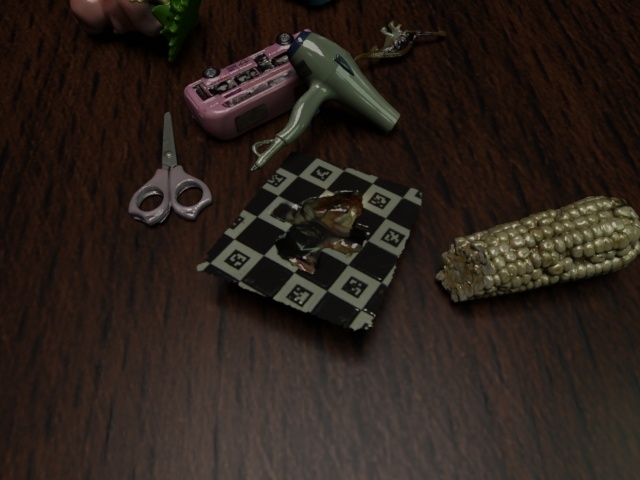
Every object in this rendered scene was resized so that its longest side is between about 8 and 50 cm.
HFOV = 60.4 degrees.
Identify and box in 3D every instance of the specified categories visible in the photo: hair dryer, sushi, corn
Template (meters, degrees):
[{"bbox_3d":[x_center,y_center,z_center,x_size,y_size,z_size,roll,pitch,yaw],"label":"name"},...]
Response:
[{"bbox_3d":[0.015,-0.145,0.682,0.167,0.067,0.199,22,73,-18],"label":"hair dryer"},{"bbox_3d":[0.000,0.000,0.616,0.193,0.040,0.210,20,53,15],"label":"sushi"},{"bbox_3d":[0.230,0.009,0.578,0.211,0.087,0.087,-12,58,-7],"label":"corn"}]

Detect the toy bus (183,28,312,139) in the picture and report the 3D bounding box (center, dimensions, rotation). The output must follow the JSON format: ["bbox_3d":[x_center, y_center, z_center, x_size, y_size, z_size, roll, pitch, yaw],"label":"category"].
[{"bbox_3d":[-0.078,-0.210,0.744,0.203,0.063,0.090,-32,65,-15],"label":"toy bus"}]

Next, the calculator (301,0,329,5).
[{"bbox_3d":[-0.050,-0.483,0.926,0.293,0.051,0.173,32,62,20],"label":"calculator"}]

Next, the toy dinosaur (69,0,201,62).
[{"bbox_3d":[-0.269,-0.363,0.799,0.177,0.194,0.152,21,67,-10],"label":"toy dinosaur"}]

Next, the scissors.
[{"bbox_3d":[-0.194,-0.098,0.704,0.100,0.015,0.189,-9,55,-5],"label":"scissors"}]

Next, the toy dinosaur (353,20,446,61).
[{"bbox_3d":[0.104,-0.291,0.804,0.180,0.037,0.058,-31,57,-18],"label":"toy dinosaur"}]
